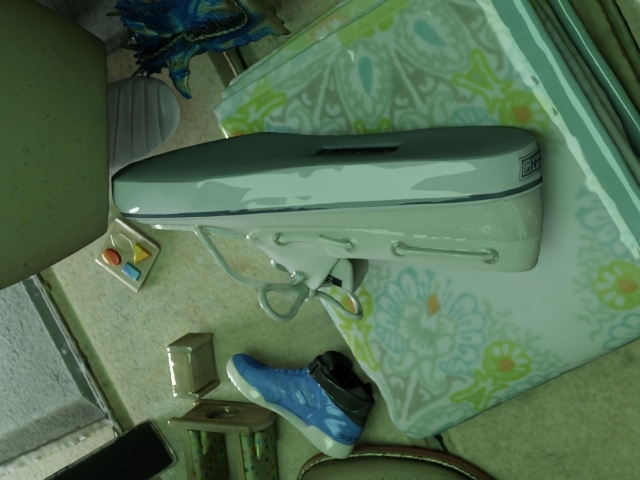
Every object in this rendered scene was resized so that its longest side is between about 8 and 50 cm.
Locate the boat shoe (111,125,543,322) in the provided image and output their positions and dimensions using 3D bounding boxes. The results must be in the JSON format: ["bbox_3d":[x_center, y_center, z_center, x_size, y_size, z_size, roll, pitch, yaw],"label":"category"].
[{"bbox_3d":[0.004,-0.003,1.134,0.367,0.136,0.156,-2,109,19],"label":"boat shoe"}]

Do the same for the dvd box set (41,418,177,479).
[{"bbox_3d":[-0.377,0.338,1.416,0.420,0.307,0.062,-34,86,31],"label":"dvd box set"}]

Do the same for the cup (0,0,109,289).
[{"bbox_3d":[-0.301,-0.087,1.183,0.237,0.331,0.331,-1,109,-10],"label":"cup"}]

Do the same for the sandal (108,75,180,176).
[{"bbox_3d":[-0.244,-0.089,1.354,0.265,0.076,0.102,-20,105,17],"label":"sandal"}]

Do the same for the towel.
[{"bbox_3d":[0.113,-0.049,1.177,0.320,0.090,0.374,-31,90,34],"label":"towel"}]

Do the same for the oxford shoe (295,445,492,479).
[{"bbox_3d":[0.119,0.279,1.246,0.348,0.130,0.123,14,111,23],"label":"oxford shoe"}]

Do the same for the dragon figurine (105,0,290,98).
[{"bbox_3d":[-0.111,-0.177,1.183,0.144,0.289,0.085,-33,111,3],"label":"dragon figurine"}]

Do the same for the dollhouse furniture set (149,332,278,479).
[{"bbox_3d":[-0.112,0.201,1.321,0.101,0.161,0.182,1,107,26],"label":"dollhouse furniture set"}]

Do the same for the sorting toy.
[{"bbox_3d":[-0.205,0.008,1.395,0.083,0.012,0.062,36,118,13],"label":"sorting toy"}]

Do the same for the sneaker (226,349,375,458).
[{"bbox_3d":[-0.015,0.129,1.313,0.152,0.058,0.085,35,106,27],"label":"sneaker"}]
